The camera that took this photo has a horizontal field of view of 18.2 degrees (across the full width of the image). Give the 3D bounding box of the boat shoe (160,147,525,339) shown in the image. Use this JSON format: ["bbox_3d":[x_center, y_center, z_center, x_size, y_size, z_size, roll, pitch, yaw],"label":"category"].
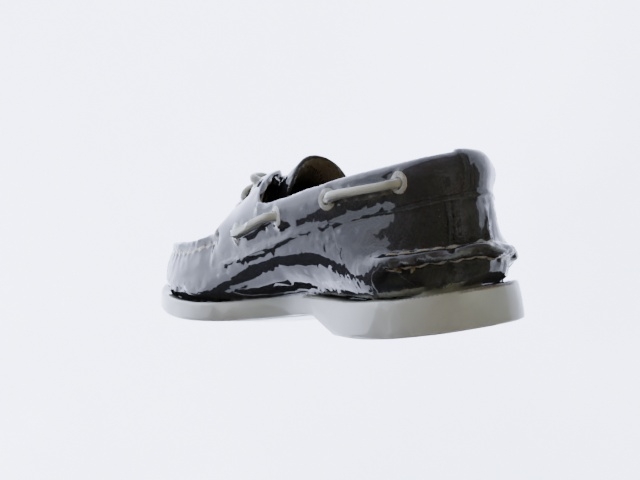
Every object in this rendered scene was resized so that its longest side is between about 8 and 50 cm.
[{"bbox_3d":[0.000,0.000,0.440,0.046,0.125,0.038,-7,-87,-26],"label":"boat shoe"}]
